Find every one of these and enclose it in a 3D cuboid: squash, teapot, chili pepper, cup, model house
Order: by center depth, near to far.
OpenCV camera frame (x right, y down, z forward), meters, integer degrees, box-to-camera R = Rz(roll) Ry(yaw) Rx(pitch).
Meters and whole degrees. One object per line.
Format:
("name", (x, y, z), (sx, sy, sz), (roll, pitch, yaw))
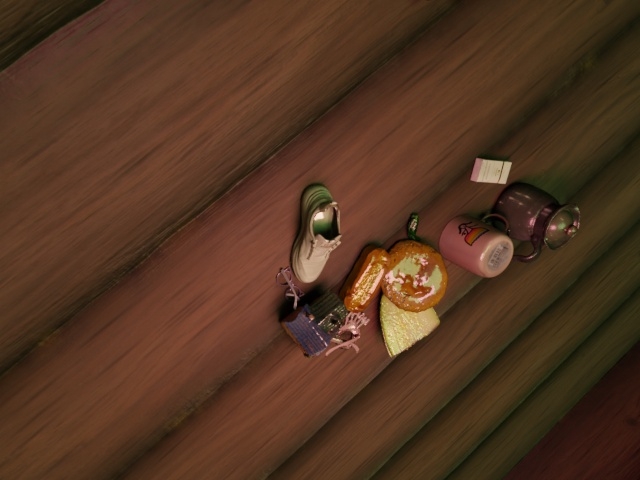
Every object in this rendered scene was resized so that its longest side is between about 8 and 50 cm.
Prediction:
("model house", (-0.005, 0.262, 1.301), (0.182, 0.172, 0.166), (-39, 87, -21))
("chili pepper", (0.334, -0.036, 1.458), (0.055, 0.035, 0.118), (-26, 121, -17))
("squash", (0.299, 0.264, 1.499), (0.236, 0.204, 0.155), (-28, 143, -17))
("cup", (0.603, 0.005, 1.515), (0.252, 0.200, 0.192), (-41, 123, -7))
("teapot", (0.799, -0.065, 1.534), (0.305, 0.285, 0.224), (-26, 120, -16))

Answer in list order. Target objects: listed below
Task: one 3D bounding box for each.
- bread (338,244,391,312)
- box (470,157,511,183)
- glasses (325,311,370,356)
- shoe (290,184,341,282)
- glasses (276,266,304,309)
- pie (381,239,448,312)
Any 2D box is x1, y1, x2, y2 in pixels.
("bread", (0.152, 0.131, 1.405), (0.102, 0.094, 0.246), (25, 98, -27))
("box", (0.634, -0.257, 1.516), (0.154, 0.040, 0.084), (-1, 109, -28))
("glasses", (0.070, 0.320, 1.442), (0.255, 0.095, 0.162), (9, 96, -32))
("shoe", (0.000, 0.000, 1.233), (0.124, 0.159, 0.317), (-4, 109, -27))
("glasses", (-0.084, 0.161, 1.288), (0.062, 0.104, 0.140), (-31, 118, -11))
("pie", (0.332, 0.131, 1.463), (0.273, 0.069, 0.274), (0, 92, -4))
